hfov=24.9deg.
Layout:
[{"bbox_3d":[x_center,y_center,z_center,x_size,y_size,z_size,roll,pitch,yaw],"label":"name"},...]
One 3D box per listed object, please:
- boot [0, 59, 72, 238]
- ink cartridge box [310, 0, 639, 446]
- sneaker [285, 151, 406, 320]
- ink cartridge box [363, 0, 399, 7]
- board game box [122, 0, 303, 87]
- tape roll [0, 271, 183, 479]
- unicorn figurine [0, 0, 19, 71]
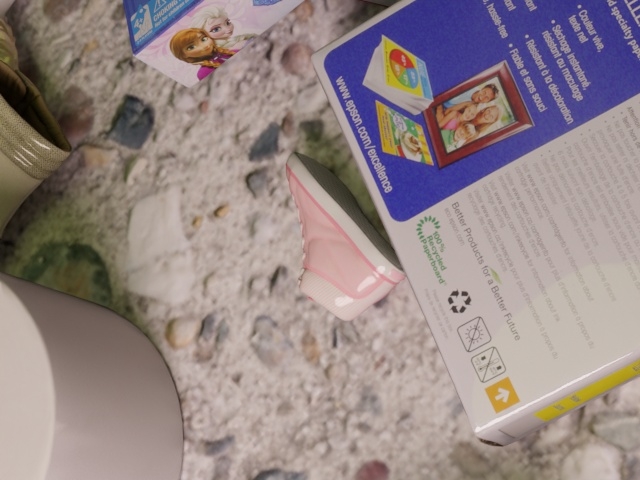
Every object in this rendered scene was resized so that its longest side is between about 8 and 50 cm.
[{"bbox_3d":[-0.306,-0.087,1.148,0.213,0.077,0.165,45,110,13],"label":"boot"},{"bbox_3d":[0.181,-0.069,0.946,0.307,0.072,0.303,-29,65,14],"label":"ink cartridge box"},{"bbox_3d":[0.000,0.000,1.020,0.070,0.051,0.134,-48,56,18],"label":"sneaker"},{"bbox_3d":[0.038,-0.256,1.060,0.109,0.063,0.150,19,84,29],"label":"ink cartridge box"},{"bbox_3d":[-0.029,-0.323,1.040,0.319,0.066,0.318,-34,52,26],"label":"board game box"},{"bbox_3d":[-0.243,0.144,1.032,0.246,0.169,0.246,-6,75,23],"label":"tape roll"},{"bbox_3d":[-0.281,-0.187,1.193,0.111,0.060,0.162,13,77,17],"label":"unicorn figurine"}]
